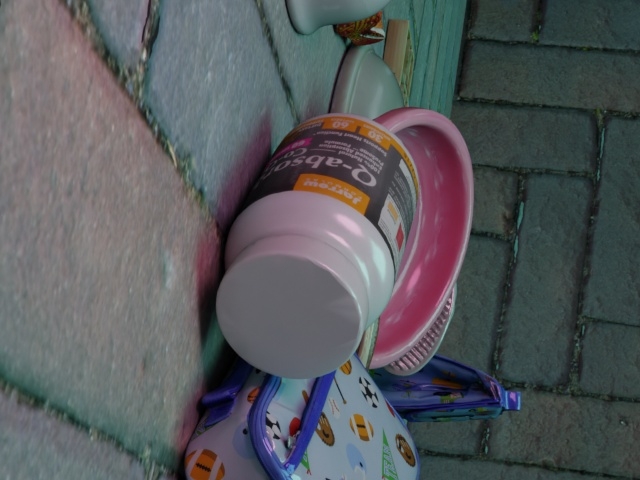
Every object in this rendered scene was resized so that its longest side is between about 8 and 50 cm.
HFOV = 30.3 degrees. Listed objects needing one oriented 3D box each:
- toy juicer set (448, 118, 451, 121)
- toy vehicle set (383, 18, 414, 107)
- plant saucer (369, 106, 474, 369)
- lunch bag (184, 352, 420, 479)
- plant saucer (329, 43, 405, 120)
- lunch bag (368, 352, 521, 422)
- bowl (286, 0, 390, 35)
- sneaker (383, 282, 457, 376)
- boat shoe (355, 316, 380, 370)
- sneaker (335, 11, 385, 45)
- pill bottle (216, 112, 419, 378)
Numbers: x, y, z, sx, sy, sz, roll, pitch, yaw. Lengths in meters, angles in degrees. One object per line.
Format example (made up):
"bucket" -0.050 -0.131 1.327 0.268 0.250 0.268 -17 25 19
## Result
"toy juicer set" 0.144 -0.038 2.005 0.209 0.089 0.329 -56 165 -58
"toy vehicle set" 0.126 -0.232 2.078 0.166 0.035 0.267 58 39 -75
"plant saucer" 0.072 -0.007 1.480 0.332 0.084 0.332 -25 123 -45
"lunch bag" -0.012 0.207 1.138 0.243 0.115 0.303 58 20 -13
"plant saucer" 0.080 -0.087 1.725 0.400 0.100 0.400 6 90 -80
"lunch bag" 0.151 0.214 1.757 0.221 0.293 0.138 60 37 -73
"bowl" 0.054 -0.366 1.288 0.298 0.134 0.298 7 90 -80
"sneaker" 0.149 0.068 1.685 0.161 0.102 0.282 74 32 -72
"boat shoe" -0.008 0.145 1.318 0.095 0.095 0.257 27 -76 64
"sneaker" 0.048 -0.303 1.557 0.175 0.064 0.067 21 56 -85
"pill bottle" 0.000 0.000 1.132 0.278 0.162 0.162 -68 162 -59
